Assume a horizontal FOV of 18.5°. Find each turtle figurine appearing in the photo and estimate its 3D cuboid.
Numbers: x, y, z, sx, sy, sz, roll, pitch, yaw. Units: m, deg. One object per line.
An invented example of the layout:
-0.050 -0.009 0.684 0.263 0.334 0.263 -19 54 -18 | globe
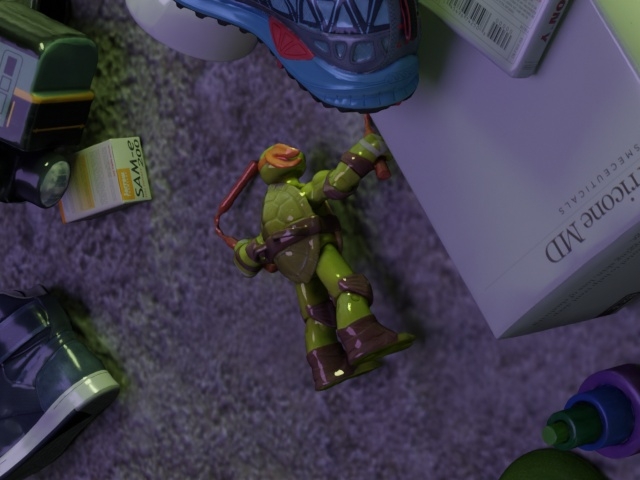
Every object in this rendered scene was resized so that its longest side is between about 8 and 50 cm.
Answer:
0.000 0.000 1.602 0.269 0.087 0.217 -36 71 43 | turtle figurine

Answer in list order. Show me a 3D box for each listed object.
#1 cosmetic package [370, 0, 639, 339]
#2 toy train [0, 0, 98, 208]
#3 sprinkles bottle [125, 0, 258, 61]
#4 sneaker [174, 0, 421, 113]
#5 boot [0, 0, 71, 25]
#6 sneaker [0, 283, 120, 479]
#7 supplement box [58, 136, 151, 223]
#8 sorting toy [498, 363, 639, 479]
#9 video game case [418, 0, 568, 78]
0.142 -0.149 1.381 0.217 0.156 0.385 -46 64 38 | cosmetic package
-0.360 -0.154 1.841 0.334 0.142 0.190 26 105 23 | toy train
-0.041 -0.314 1.567 0.121 0.121 0.355 49 128 29 | sprinkles bottle
-0.024 -0.203 1.345 0.262 0.104 0.125 36 138 25 | sneaker
-0.329 -0.161 1.926 0.161 0.083 0.246 32 120 32 | boot
-0.308 0.142 1.935 0.226 0.086 0.163 -44 77 30 | sneaker
-0.206 -0.056 1.842 0.098 0.036 0.062 -15 86 46 | supplement box
0.134 0.247 1.479 0.127 0.126 0.365 46 127 31 | sorting toy
0.103 -0.235 1.287 0.201 0.023 0.183 44 123 32 | video game case
